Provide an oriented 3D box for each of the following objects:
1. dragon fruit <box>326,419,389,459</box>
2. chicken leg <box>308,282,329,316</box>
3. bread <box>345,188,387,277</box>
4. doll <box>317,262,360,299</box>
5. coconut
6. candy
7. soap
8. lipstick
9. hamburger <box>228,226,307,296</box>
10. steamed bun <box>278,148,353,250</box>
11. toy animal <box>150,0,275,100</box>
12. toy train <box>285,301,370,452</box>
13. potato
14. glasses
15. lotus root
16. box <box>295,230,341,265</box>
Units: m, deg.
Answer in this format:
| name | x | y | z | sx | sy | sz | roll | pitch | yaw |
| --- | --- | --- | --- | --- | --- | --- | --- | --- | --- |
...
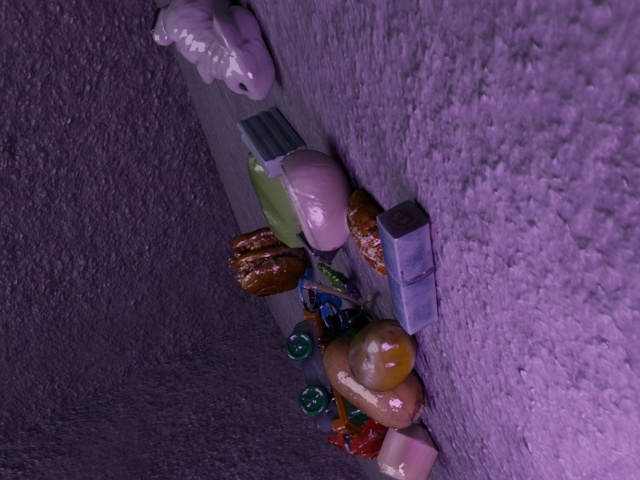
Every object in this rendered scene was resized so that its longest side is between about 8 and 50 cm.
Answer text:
| name | x | y | z | sx | sy | sz | roll | pitch | yaw |
| --- | --- | --- | --- | --- | --- | --- | --- | --- | --- |
| dragon fruit | 0.110 | 0.505 | 2.254 | 0.241 | 0.241 | 0.252 | 86 | 159 | -63 |
| chicken leg | 0.020 | 0.282 | 2.596 | 0.113 | 0.093 | 0.304 | -111 | 2 | -80 |
| bread | 0.105 | -0.003 | 1.538 | 0.233 | 0.076 | 0.105 | 58 | 169 | 25 |
| doll | 0.045 | 0.103 | 2.035 | 0.115 | 0.050 | 0.190 | 36 | 175 | 24 |
| coconut | 0.228 | 0.545 | 2.013 | 0.147 | 0.152 | 0.147 | 21 | 166 | 6 |
| candy | -0.096 | -0.124 | 2.128 | 0.142 | 0.132 | 0.343 | 10 | 142 | 22 |
| soap | -0.120 | -0.246 | 1.963 | 0.198 | 0.115 | 0.063 | 56 | 166 | 43 |
| lipstick | 0.159 | 0.057 | 1.398 | 0.077 | 0.076 | 0.289 | 54 | 165 | 40 |
| hamburger | -0.161 | 0.063 | 2.615 | 0.260 | 0.245 | 0.211 | 9 | -117 | -53 |
| steamed bun | 0.004 | -0.090 | 1.666 | 0.177 | 0.131 | 0.228 | -114 | 2 | -70 |
| toy animal | -0.236 | -0.486 | 1.881 | 0.357 | 0.194 | 0.257 | 37 | 130 | 36 |
| toy train | 0.062 | 0.345 | 2.104 | 0.178 | 0.249 | 0.429 | 48 | -156 | -63 |
| potato | 0.140 | 0.242 | 1.732 | 0.157 | 0.157 | 0.194 | 59 | 160 | 27 |
| glasses | 0.053 | 0.171 | 1.935 | 0.207 | 0.102 | 0.239 | 17 | 159 | 45 |
| lotus root | 0.107 | 0.331 | 1.905 | 0.343 | 0.151 | 0.169 | 30 | 161 | 33 |
| box | 0.000 | 0.000 | 2.000 | 0.084 | 0.069 | 0.122 | 33 | -171 | -34 |
